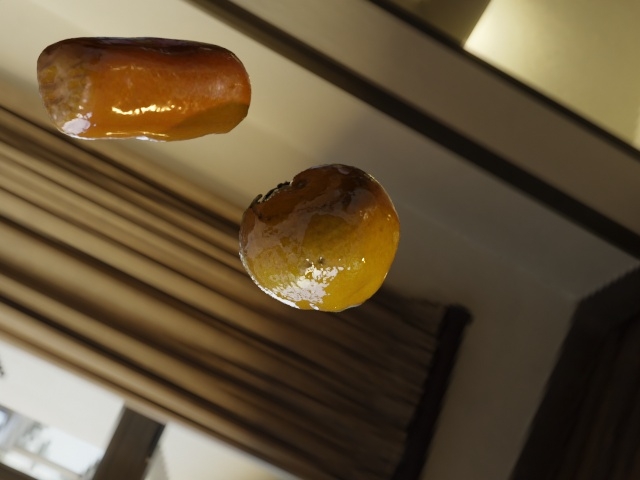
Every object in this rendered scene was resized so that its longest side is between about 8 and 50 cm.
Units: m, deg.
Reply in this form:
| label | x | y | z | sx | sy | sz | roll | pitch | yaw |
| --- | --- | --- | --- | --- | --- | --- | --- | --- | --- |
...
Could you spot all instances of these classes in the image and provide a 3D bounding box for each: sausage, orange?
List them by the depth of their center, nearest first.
| label | x | y | z | sx | sy | sz | roll | pitch | yaw |
| --- | --- | --- | --- | --- | --- | --- | --- | --- | --- |
| sausage | -0.153 | -0.139 | 1.228 | 0.098 | 0.238 | 0.098 | 4 | -84 | 40 |
| orange | 0.000 | 0.000 | 1.279 | 0.156 | 0.134 | 0.156 | -16 | -166 | 4 |
